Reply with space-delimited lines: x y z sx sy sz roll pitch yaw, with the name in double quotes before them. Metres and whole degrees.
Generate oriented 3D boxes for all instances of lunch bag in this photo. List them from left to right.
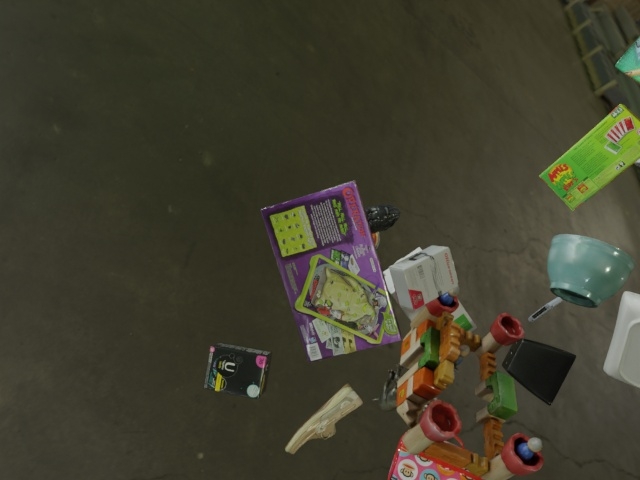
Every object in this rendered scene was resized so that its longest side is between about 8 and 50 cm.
"lunch bag" 0.378 0.733 1.593 0.120 0.293 0.258 44 64 -69

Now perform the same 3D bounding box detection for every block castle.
"block castle" 0.383 0.342 1.282 0.302 0.213 0.453 24 42 -6

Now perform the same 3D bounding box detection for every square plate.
"square plate" 0.948 0.324 1.312 0.049 0.347 0.344 -40 135 -33

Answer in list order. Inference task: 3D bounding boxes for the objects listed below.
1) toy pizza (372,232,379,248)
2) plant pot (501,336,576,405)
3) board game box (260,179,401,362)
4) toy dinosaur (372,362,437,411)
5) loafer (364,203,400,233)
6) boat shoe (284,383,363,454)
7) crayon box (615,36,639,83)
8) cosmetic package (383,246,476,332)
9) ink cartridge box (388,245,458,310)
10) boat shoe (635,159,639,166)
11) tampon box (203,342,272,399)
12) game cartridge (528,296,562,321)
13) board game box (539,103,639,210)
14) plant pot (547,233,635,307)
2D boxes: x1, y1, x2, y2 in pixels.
"toy pizza" 0.171 -0.008 2.302 0.201 0.201 0.032 48 14 -8
"plant pot" 0.741 0.428 1.740 0.166 0.188 0.187 28 2 12
"board game box" 0.025 0.069 1.057 0.056 0.208 0.347 -42 116 -76
"toy dinosaur" 0.266 0.549 1.802 0.121 0.313 0.160 44 44 -19
"loafer" 0.155 -0.056 1.302 0.078 0.223 0.076 -5 89 -3
"boat shoe" 0.013 0.620 1.693 0.302 0.109 0.098 -39 78 -17
"crayon box" 0.623 -0.230 0.801 0.165 0.081 0.278 23 32 -20
"cosmetic package" 0.408 0.231 1.905 0.365 0.197 0.155 50 7 -27
"ink cartridge box" 0.257 0.089 1.243 0.150 0.063 0.109 -23 104 -25
"boat shoe" 0.821 -0.169 0.997 0.121 0.335 0.119 -19 119 -70
"tampon box" -0.232 0.366 1.422 0.160 0.101 0.121 9 86 6
"game cartridge" 0.550 0.168 1.225 0.056 0.083 0.017 -15 61 -30
"board game box" 0.511 -0.150 0.925 0.043 0.181 0.092 -15 63 -51
"plant pot" 0.979 0.130 1.875 0.293 0.293 0.196 31 81 -25
